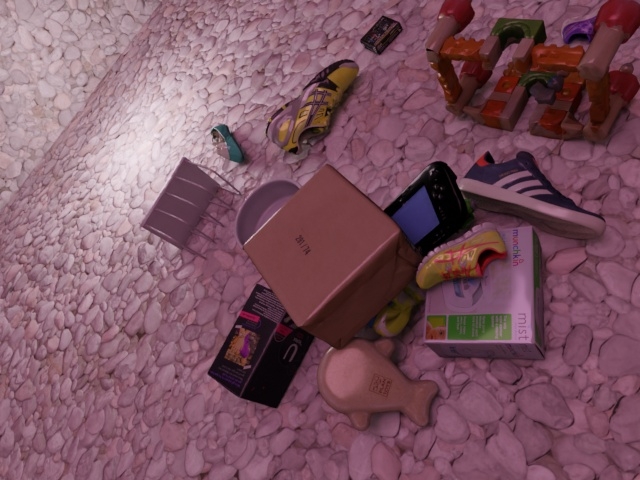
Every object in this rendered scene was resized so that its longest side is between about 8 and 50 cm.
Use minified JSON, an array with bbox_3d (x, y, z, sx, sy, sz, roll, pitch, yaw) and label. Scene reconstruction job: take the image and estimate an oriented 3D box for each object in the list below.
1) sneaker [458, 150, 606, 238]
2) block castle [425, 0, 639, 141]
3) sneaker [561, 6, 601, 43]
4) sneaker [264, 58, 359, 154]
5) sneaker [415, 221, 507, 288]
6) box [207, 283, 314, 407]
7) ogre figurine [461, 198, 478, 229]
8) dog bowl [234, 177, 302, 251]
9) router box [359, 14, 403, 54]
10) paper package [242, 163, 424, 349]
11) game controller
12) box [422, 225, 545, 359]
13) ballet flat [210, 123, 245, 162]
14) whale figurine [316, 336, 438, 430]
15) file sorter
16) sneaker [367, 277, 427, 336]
[{"bbox_3d":[0.494,-0.122,1.152,0.350,0.131,0.148,29,85,40],"label":"sneaker"},{"bbox_3d":[0.506,-0.432,1.204,0.453,0.303,0.213,23,78,38],"label":"block castle"},{"bbox_3d":[0.723,-0.557,1.302,0.170,0.068,0.071,-9,75,39],"label":"sneaker"},{"bbox_3d":[-0.004,-0.442,1.675,0.385,0.145,0.147,-44,80,1],"label":"sneaker"},{"bbox_3d":[0.298,0.049,1.056,0.208,0.081,0.094,-36,51,12],"label":"sneaker"},{"bbox_3d":[-0.142,0.278,1.318,0.143,0.165,0.270,20,78,39],"label":"box"},{"bbox_3d":[0.313,-0.060,1.237,0.118,0.197,0.097,-31,75,-7],"label":"ogre figurine"},{"bbox_3d":[-0.131,-0.054,1.536,0.265,0.104,0.265,-15,57,25],"label":"dog bowl"},{"bbox_3d":[0.209,-0.709,1.721,0.122,0.038,0.092,-47,49,3],"label":"router box"},{"bbox_3d":[0.023,0.030,1.167,0.309,0.168,0.325,-45,46,4],"label":"paper package"},{"bbox_3d":[0.219,-0.039,1.163,0.319,0.067,0.166,130,139,-51],"label":"game controller"},{"bbox_3d":[0.365,0.120,1.107,0.231,0.127,0.262,-6,61,32],"label":"box"},{"bbox_3d":[-0.355,-0.352,1.854,0.087,0.083,0.247,-17,44,-17],"label":"ballet flat"},{"bbox_3d":[0.128,0.334,1.158,0.272,0.141,0.216,16,73,12],"label":"whale figurine"},{"bbox_3d":[-0.428,-0.107,1.703,0.173,0.193,0.278,20,77,36],"label":"file sorter"},{"bbox_3d":[0.194,0.133,1.231,0.240,0.091,0.126,-43,16,-24],"label":"sneaker"}]
